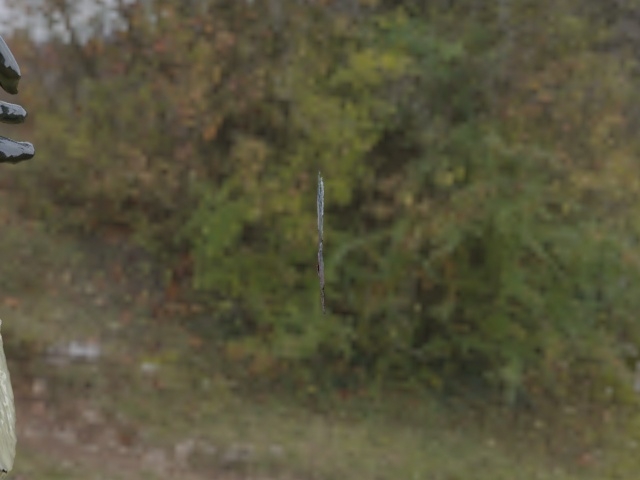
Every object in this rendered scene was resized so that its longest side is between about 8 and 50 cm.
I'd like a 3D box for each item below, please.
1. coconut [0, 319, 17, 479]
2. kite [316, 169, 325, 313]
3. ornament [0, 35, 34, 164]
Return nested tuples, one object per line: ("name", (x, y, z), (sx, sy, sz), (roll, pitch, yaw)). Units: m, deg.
("coconut", (-0.288, 0.028, 0.838), (0.254, 0.297, 0.297), (-12, 3, -5))
("kite", (0.001, 0.000, 1.489), (0.005, 0.137, 0.152), (0, 28, 2))
("ornament", (-0.179, -0.049, 0.467), (0.202, 0.080, 0.236), (45, 25, 5))
